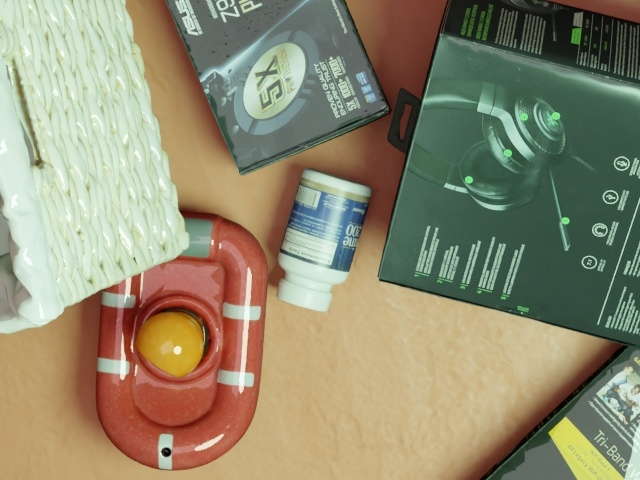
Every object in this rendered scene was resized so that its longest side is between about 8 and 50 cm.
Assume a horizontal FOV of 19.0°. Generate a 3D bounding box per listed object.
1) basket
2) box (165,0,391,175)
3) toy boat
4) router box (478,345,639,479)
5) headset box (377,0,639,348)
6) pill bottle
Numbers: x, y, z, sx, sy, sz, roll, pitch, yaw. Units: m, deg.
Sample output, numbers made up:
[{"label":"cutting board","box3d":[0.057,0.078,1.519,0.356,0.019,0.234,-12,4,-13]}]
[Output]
[{"label":"basket","box3d":[-0.333,-0.079,1.600,0.331,0.266,0.328,-13,94,25]},{"label":"box","box3d":[-0.037,-0.168,1.713,0.147,0.077,0.180,-22,92,5]},{"label":"toy boat","box3d":[-0.129,0.091,1.697,0.151,0.151,0.231,4,94,3]},{"label":"router box","box3d":[0.306,0.271,1.705,0.243,0.081,0.309,-43,84,5]},{"label":"headset box","box3d":[0.196,-0.065,1.637,0.283,0.131,0.246,14,121,2]},{"label":"pill bottle","box3d":[0.000,0.000,1.727,0.067,0.067,0.120,17,94,2]}]
